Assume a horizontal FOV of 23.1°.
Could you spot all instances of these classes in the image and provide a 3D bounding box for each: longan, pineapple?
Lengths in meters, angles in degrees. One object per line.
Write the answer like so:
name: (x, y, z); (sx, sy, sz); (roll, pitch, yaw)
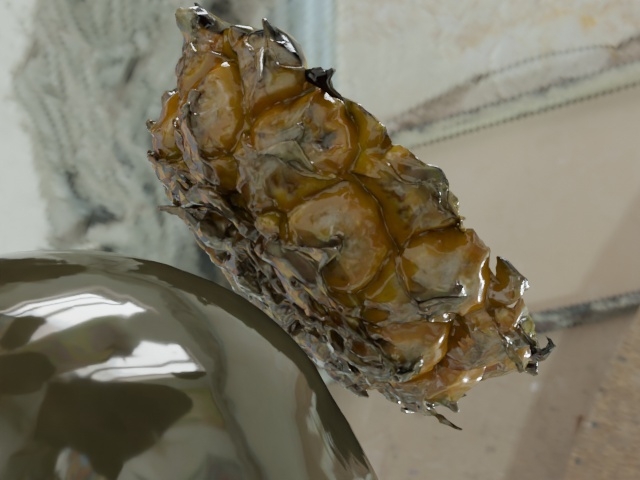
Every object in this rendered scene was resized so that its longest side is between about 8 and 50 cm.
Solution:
longan: (-0.099, 0.116, 0.486); (0.248, 0.248, 0.248); (-15, -115, 36)
pineapple: (0.000, 0.000, 0.648); (0.076, 0.225, 0.225); (-47, -133, -10)
